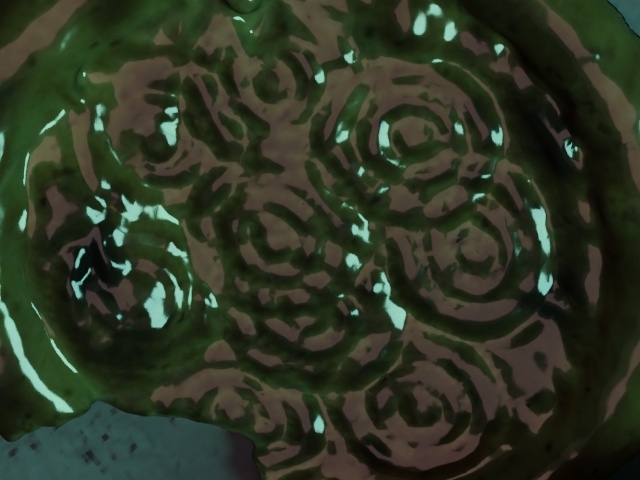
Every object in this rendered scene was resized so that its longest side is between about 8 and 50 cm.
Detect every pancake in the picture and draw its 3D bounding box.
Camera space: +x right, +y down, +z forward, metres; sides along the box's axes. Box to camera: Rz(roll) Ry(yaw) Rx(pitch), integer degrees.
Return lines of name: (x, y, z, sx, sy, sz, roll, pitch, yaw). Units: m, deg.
pancake: (0.000, 0.000, 0.437, 0.235, 0.029, 0.212, 21, 109, -6)
